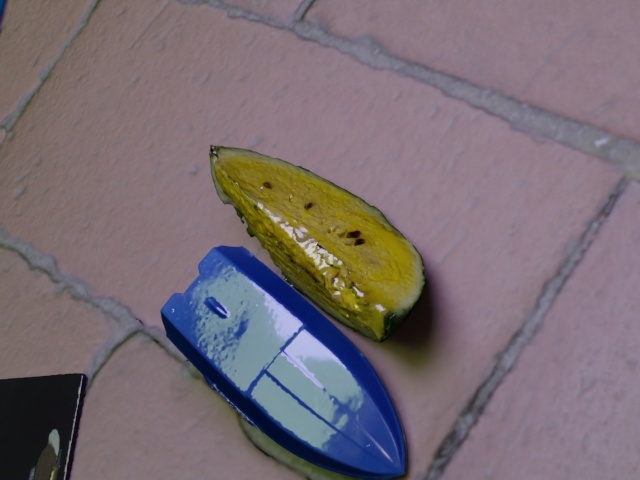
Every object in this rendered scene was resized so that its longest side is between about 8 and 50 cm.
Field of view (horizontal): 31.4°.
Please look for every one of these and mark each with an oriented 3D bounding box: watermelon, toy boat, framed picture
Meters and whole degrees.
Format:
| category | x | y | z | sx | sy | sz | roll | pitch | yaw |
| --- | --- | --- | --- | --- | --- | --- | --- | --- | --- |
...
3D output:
| category | x | y | z | sx | sy | sz | roll | pitch | yaw |
| --- | --- | --- | --- | --- | --- | --- | --- | --- | --- |
| watermelon | 0.000 | 0.000 | 1.144 | 0.301 | 0.129 | 0.123 | 41 | 94 | 32 |
| toy boat | -0.024 | 0.135 | 1.128 | 0.295 | 0.088 | 0.129 | 39 | 90 | 27 |
| framed picture | -0.421 | 0.281 | 1.332 | 0.324 | 0.013 | 0.244 | -7 | 64 | 27 |

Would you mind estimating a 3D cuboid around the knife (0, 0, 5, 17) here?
| category | x | y | z | sx | sy | sz | roll | pitch | yaw |
| --- | --- | --- | --- | --- | --- | --- | --- | --- | --- |
| knife | -0.482 | -0.273 | 1.632 | 0.044 | 0.026 | 0.296 | -5 | 62 | 26 |
